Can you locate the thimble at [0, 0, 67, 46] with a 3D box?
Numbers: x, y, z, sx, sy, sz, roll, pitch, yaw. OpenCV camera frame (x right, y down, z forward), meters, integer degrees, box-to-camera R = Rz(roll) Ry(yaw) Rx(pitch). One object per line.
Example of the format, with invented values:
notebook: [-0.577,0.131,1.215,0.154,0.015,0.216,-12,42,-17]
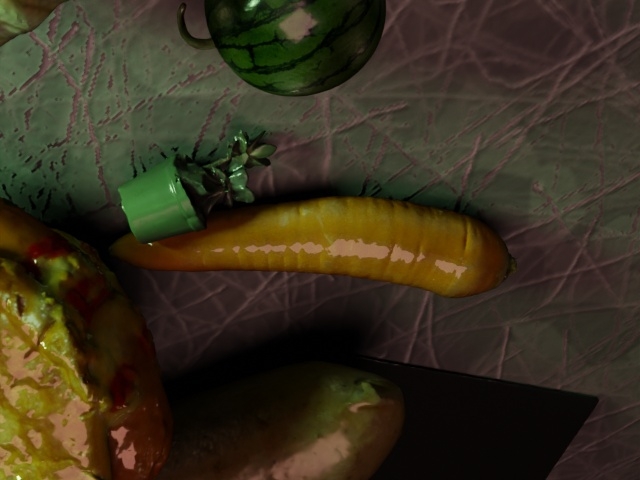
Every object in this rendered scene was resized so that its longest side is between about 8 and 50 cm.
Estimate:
thimble: [-0.165,-0.182,0.536,0.190,0.137,0.143,-36,124,3]

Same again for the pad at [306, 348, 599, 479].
pad: [0.080,0.166,0.939,0.246,0.006,0.170,11,126,-17]

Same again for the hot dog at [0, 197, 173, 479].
hot dog: [-0.185,0.069,0.710,0.153,0.150,0.256,-40,99,1]

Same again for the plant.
plant: [-0.072,-0.034,0.726,0.102,0.051,0.051,-23,129,4]

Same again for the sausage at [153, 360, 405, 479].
sausage: [-0.167,0.201,0.855,0.501,0.123,0.136,-21,157,10]

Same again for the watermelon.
watermelon: [-0.017,-0.123,0.626,0.109,0.109,0.109,-4,130,-5]

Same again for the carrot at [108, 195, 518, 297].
carrot: [0.000,0.000,0.761,0.271,0.066,0.062,5,89,-9]
